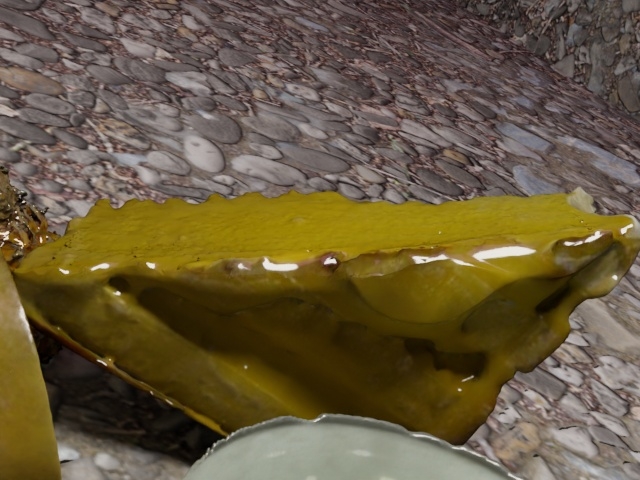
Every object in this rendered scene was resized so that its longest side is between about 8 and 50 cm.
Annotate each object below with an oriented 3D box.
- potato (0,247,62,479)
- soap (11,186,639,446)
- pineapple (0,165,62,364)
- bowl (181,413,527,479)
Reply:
[{"bbox_3d":[-0.257,0.087,0.650,0.158,0.178,0.203,-8,68,-26],"label":"potato"},{"bbox_3d":[0.000,0.000,0.773,0.339,0.304,0.169,34,17,-19],"label":"soap"},{"bbox_3d":[-0.257,0.005,0.831,0.161,0.137,0.176,18,25,-10],"label":"pineapple"},{"bbox_3d":[0.044,0.249,0.577,0.313,0.146,0.313,18,25,-9],"label":"bowl"}]
